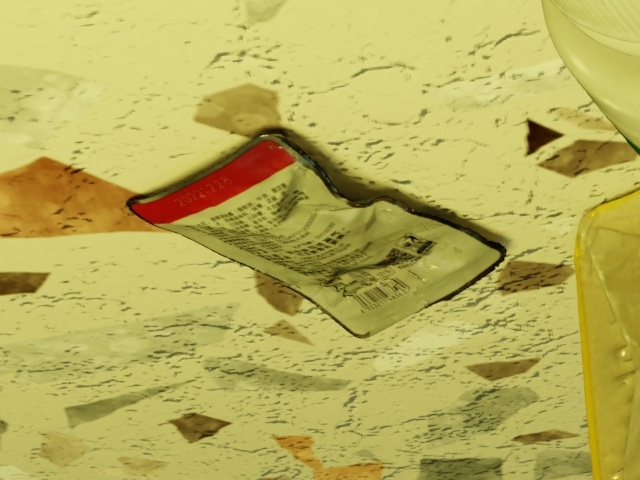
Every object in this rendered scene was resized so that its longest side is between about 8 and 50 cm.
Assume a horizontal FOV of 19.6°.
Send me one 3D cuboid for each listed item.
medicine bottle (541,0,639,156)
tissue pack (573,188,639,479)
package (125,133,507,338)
[{"bbox_3d":[0.221,-0.123,0.893,0.208,0.208,0.340,-17,147,26],"label":"medicine bottle"},{"bbox_3d":[0.368,0.140,1.282,0.228,0.293,0.382,-23,144,32],"label":"tissue pack"},{"bbox_3d":[0.000,0.000,1.282,0.239,0.030,0.154,25,142,-39],"label":"package"}]
